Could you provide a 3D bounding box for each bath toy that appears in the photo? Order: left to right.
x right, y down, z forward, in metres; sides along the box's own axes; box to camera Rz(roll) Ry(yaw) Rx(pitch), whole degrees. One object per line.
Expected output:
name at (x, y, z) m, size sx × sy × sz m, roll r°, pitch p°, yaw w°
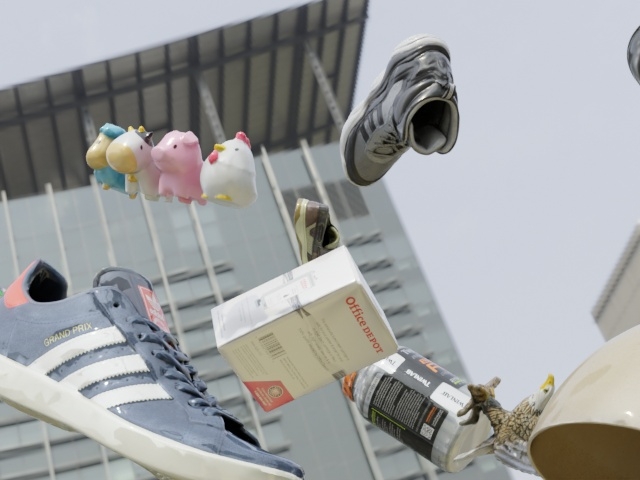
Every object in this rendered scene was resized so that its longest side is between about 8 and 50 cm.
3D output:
bath toy at (-0.252, -0.136, 1.890) m, size 0.348 × 0.129 × 0.151 m, roll 8°, pitch -9°, yaw 37°

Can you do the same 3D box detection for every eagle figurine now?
eagle figurine at (0.404, 0.351, 1.985) m, size 0.226 × 0.298 × 0.225 m, roll -41°, pitch -28°, yaw -34°

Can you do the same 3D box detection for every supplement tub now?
supplement tub at (0.217, 0.363, 2.433) m, size 0.193 × 0.316 × 0.193 m, roll -39°, pitch -35°, yaw -35°

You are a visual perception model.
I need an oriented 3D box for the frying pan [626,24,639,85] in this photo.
frying pan at (0.658, -0.267, 1.767) m, size 0.326 × 0.053 × 0.197 m, roll 22°, pitch -37°, yaw 12°

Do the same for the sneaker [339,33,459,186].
sneaker at (0.112, -0.153, 1.554) m, size 0.101 × 0.153 × 0.268 m, roll 12°, pitch -52°, yaw -23°

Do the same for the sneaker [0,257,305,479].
sneaker at (-0.149, 0.107, 0.909) m, size 0.148 × 0.350 × 0.131 m, roll -63°, pitch -26°, yaw -16°

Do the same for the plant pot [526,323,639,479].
plant pot at (0.403, 0.202, 1.241) m, size 0.284 × 0.191 × 0.284 m, roll 21°, pitch -29°, yaw 12°

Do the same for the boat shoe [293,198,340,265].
boat shoe at (0.000, -0.001, 2.079) m, size 0.073 × 0.080 × 0.223 m, roll 7°, pitch -31°, yaw 15°

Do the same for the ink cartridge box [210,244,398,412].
ink cartridge box at (-0.027, 0.166, 1.992) m, size 0.283 × 0.117 × 0.207 m, roll -26°, pitch -52°, yaw 6°

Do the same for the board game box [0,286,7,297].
board game box at (-0.577, 0.149, 1.824) m, size 0.133 × 0.168 × 0.033 m, roll -4°, pitch -21°, yaw -10°
